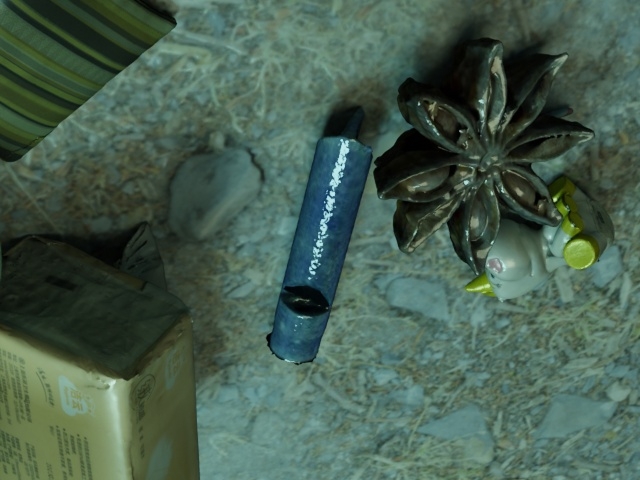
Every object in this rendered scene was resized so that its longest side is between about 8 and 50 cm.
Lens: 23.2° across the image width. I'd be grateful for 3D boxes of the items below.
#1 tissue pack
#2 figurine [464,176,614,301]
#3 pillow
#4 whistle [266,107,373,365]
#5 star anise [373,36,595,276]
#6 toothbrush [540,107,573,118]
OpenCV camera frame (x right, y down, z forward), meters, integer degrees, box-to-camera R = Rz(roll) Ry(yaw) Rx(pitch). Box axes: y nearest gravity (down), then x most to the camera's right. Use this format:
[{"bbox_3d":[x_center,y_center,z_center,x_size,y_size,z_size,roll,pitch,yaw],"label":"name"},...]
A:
[{"bbox_3d":[-0.217,0.152,1.593,0.238,0.238,0.305,-9,131,-11],"label":"tissue pack"},{"bbox_3d":[0.233,0.015,1.690,0.178,0.109,0.129,-30,155,13],"label":"figurine"},{"bbox_3d":[-0.257,-0.165,1.355,0.212,0.052,0.208,-36,151,12],"label":"pillow"},{"bbox_3d":[0.000,0.000,1.613,0.062,0.062,0.304,0,130,-19],"label":"whistle"},{"bbox_3d":[0.145,-0.093,1.544,0.236,0.109,0.223,-33,128,-13],"label":"star anise"},{"bbox_3d":[0.169,-0.107,1.605,0.193,0.013,0.019,-16,125,-3],"label":"toothbrush"}]
